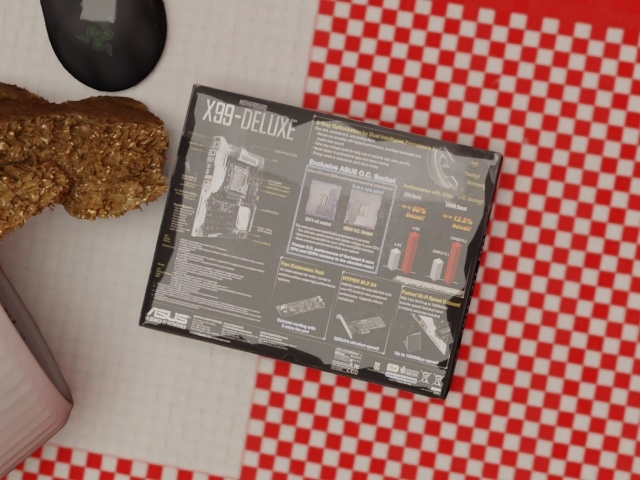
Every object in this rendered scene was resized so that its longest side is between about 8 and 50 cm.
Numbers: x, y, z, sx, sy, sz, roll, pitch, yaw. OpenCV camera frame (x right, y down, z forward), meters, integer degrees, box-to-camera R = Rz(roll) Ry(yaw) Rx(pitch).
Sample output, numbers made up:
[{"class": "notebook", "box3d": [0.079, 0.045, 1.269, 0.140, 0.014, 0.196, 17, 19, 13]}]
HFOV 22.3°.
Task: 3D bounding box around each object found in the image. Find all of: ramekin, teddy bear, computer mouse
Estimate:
[{"class": "ramekin", "box3d": [-0.339, 0.096, 1.518, 0.127, 0.273, 0.273, -31, 86, -5]}, {"class": "teddy bear", "box3d": [-0.314, -0.075, 1.524, 0.245, 0.338, 0.113, 30, 117, 42]}, {"class": "computer mouse", "box3d": [-0.236, -0.280, 1.593, 0.189, 0.072, 0.272, -16, 88, 6]}]

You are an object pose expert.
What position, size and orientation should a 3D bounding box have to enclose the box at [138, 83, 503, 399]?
[{"class": "box", "box3d": [0.000, 0.000, 1.563, 0.308, 0.076, 0.242, 13, 91, 6]}]
